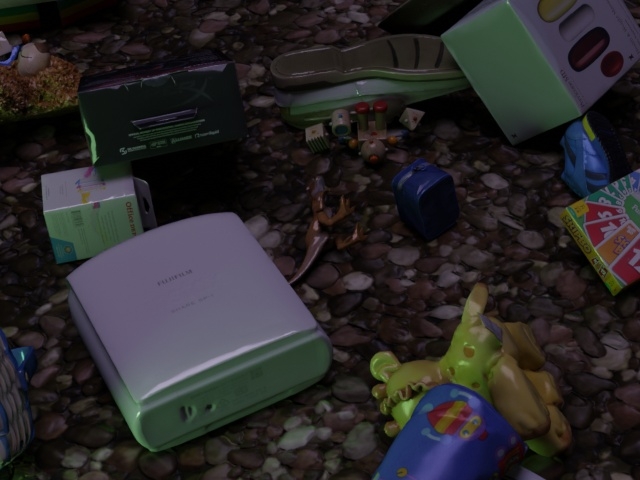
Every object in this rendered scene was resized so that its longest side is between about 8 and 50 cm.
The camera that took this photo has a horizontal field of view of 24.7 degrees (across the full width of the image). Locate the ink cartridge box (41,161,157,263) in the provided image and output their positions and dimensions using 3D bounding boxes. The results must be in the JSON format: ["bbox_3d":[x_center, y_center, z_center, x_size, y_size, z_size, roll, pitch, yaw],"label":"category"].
[{"bbox_3d":[-0.298,-0.041,1.984,0.143,0.092,0.090,-10,38,-6],"label":"ink cartridge box"}]

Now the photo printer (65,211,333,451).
[{"bbox_3d":[-0.161,0.092,1.785,0.256,0.107,0.307,-22,41,-15],"label":"photo printer"}]

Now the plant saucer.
[{"bbox_3d":[0.230,-0.395,2.248,0.310,0.050,0.310,-32,3,2],"label":"plant saucer"}]

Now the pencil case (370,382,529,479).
[{"bbox_3d":[0.084,0.287,1.464,0.119,0.133,0.306,31,64,17],"label":"pencil case"}]

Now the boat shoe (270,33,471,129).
[{"bbox_3d":[0.082,-0.228,2.142,0.302,0.103,0.113,-2,38,8],"label":"boat shoe"}]

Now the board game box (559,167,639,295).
[{"bbox_3d":[0.441,-0.039,1.869,0.259,0.039,0.124,-26,75,-25],"label":"board game box"}]

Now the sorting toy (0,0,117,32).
[{"bbox_3d":[-0.462,-0.455,2.517,0.255,0.089,0.257,-8,39,-2],"label":"sorting toy"}]

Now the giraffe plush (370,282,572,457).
[{"bbox_3d":[0.154,0.170,1.619,0.170,0.210,0.181,-30,39,18],"label":"giraffe plush"}]

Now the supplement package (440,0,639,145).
[{"bbox_3d":[0.320,-0.281,2.065,0.203,0.194,0.149,-42,12,-35],"label":"supplement package"}]

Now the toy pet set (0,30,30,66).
[{"bbox_3d":[-0.505,-0.283,2.340,0.122,0.114,0.065,-27,82,-21],"label":"toy pet set"}]

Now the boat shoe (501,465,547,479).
[{"bbox_3d":[0.247,0.301,1.495,0.228,0.080,0.076,26,56,36],"label":"boat shoe"}]

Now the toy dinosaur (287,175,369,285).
[{"bbox_3d":[0.000,0.000,1.929,0.112,0.064,0.211,-23,34,34],"label":"toy dinosaur"}]

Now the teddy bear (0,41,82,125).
[{"bbox_3d":[-0.521,-0.221,2.186,0.338,0.113,0.245,-12,3,4],"label":"teddy bear"}]

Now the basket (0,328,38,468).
[{"bbox_3d":[-0.447,0.184,1.669,0.254,0.201,0.289,-17,5,-11],"label":"basket"}]

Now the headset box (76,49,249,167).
[{"bbox_3d":[-0.223,-0.187,2.045,0.218,0.110,0.293,-12,12,-7],"label":"headset box"}]

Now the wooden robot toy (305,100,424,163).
[{"bbox_3d":[0.065,-0.145,2.077,0.173,0.076,0.079,-5,50,3],"label":"wooden robot toy"}]

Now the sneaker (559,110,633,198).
[{"bbox_3d":[0.372,-0.074,1.954,0.069,0.082,0.209,17,44,-35],"label":"sneaker"}]

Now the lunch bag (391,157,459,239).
[{"bbox_3d":[0.135,-0.059,1.933,0.067,0.098,0.065,-35,44,-23],"label":"lunch bag"}]
